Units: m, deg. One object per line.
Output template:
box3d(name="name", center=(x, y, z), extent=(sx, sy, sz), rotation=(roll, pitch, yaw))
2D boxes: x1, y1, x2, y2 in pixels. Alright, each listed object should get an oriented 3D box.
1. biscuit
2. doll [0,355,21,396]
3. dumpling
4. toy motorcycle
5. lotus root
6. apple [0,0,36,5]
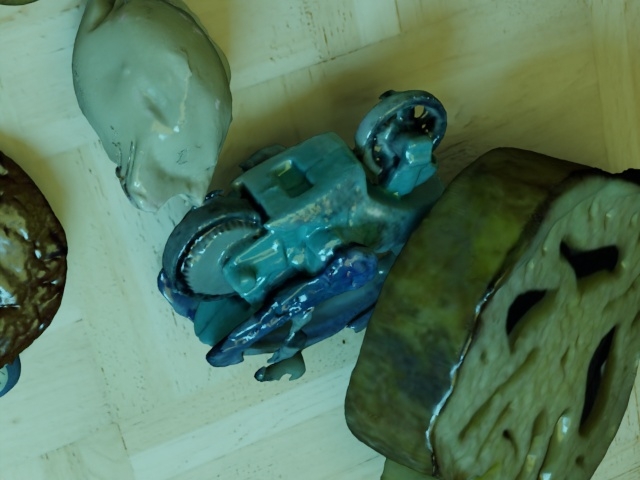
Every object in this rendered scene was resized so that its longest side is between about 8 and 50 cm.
box3d(name="biscuit", center=(-0.281, 0.015, 1.079), extent=(0.192, 0.049, 0.192), rotation=(-3, 97, -24))
box3d(name="doll", center=(-0.278, 0.100, 1.135), extent=(0.083, 0.050, 0.076), rotation=(-33, 108, -7))
box3d(name="dumpling", center=(-0.117, -0.111, 1.075), extent=(0.136, 0.118, 0.199), rotation=(21, 63, -59))
box3d(name="toy motorcycle", center=(0.000, 0.000, 1.171), extent=(0.260, 0.154, 0.206), rotation=(-31, 139, -10))
box3d(name="lotus root", center=(0.182, 0.087, 1.253), extent=(0.375, 0.111, 0.390), rotation=(-39, 138, -26))
box3d(name="apple", center=(-0.218, -0.222, 0.994), extent=(0.126, 0.102, 0.126), rotation=(-10, 116, -22))
